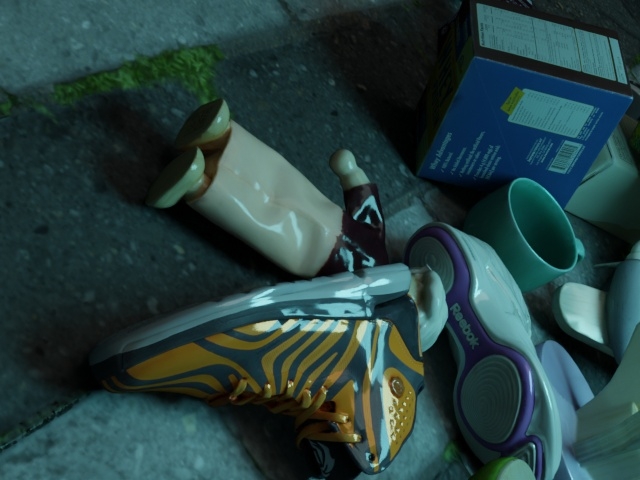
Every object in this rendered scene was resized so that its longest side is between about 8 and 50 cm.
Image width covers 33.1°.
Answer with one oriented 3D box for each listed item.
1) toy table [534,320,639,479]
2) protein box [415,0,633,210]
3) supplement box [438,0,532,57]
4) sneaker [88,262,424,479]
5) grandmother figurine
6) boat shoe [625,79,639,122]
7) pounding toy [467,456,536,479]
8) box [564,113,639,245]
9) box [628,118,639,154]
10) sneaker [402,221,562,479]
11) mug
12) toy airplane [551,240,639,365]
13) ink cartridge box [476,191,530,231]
[{"bbox_3d":[0.347,0.220,1.191,0.252,0.161,0.274,1,65,-59],"label":"toy table"},{"bbox_3d":[0.244,-0.169,1.345,0.201,0.199,0.136,13,45,-9],"label":"protein box"},{"bbox_3d":[0.235,-0.257,1.528,0.073,0.130,0.239,35,38,-25],"label":"supplement box"},{"bbox_3d":[-0.028,0.127,0.902,0.321,0.125,0.180,-9,85,-34],"label":"sneaker"},{"bbox_3d":[0.000,0.000,1.073,0.342,0.104,0.207,38,65,-25],"label":"grandmother figurine"},{"bbox_3d":[0.618,-0.205,1.978,0.228,0.080,0.076,45,36,1],"label":"boat shoe"},{"bbox_3d":[0.125,0.309,0.960,0.183,0.110,0.236,-6,94,-63],"label":"pounding toy"},{"bbox_3d":[0.478,-0.094,1.673,0.311,0.121,0.148,23,45,-36],"label":"box"},{"bbox_3d":[0.644,-0.121,1.488,0.290,0.177,0.279,8,30,-25],"label":"box"},{"bbox_3d":[0.202,0.118,1.179,0.152,0.114,0.305,10,55,-50],"label":"sneaker"},{"bbox_3d":[0.248,0.010,1.336,0.158,0.097,0.129,46,38,-15],"label":"mug"},{"bbox_3d":[0.532,0.145,1.394,0.386,0.272,0.384,-20,65,-36],"label":"toy airplane"},{"bbox_3d":[0.264,-0.051,1.451,0.088,0.052,0.122,46,37,-10],"label":"ink cartridge box"}]
